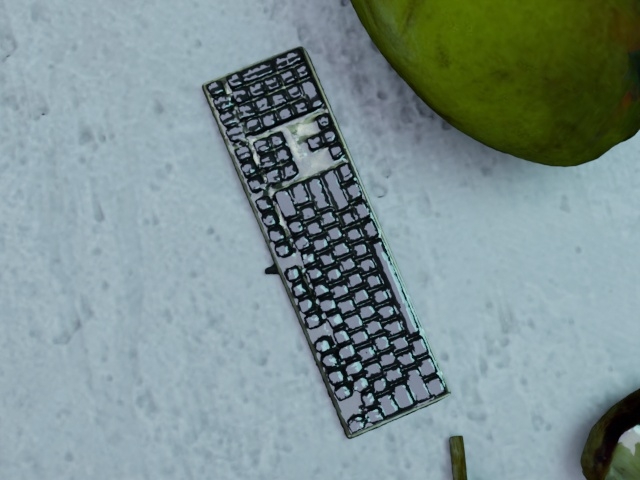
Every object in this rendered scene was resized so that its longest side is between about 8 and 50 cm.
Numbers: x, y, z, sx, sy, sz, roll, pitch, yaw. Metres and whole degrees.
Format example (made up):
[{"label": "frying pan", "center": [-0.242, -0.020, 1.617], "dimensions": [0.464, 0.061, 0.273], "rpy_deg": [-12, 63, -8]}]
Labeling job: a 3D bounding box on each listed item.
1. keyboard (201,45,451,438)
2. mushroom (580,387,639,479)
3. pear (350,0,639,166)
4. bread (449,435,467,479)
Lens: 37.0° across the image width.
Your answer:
[{"label": "keyboard", "center": [0.000, 0.000, 0.781], "dimensions": [0.106, 0.027, 0.317], "rpy_deg": [-23, 86, -2]}, {"label": "mushroom", "center": [0.346, 0.237, 0.730], "dimensions": [0.333, 0.087, 0.107], "rpy_deg": [39, 85, 2]}, {"label": "pear", "center": [0.140, -0.212, 0.687], "dimensions": [0.269, 0.269, 0.321], "rpy_deg": [-27, 98, -2]}, {"label": "bread", "center": [0.123, 0.310, 0.692], "dimensions": [0.084, 0.124, 0.344], "rpy_deg": [11, 61, -21]}]
